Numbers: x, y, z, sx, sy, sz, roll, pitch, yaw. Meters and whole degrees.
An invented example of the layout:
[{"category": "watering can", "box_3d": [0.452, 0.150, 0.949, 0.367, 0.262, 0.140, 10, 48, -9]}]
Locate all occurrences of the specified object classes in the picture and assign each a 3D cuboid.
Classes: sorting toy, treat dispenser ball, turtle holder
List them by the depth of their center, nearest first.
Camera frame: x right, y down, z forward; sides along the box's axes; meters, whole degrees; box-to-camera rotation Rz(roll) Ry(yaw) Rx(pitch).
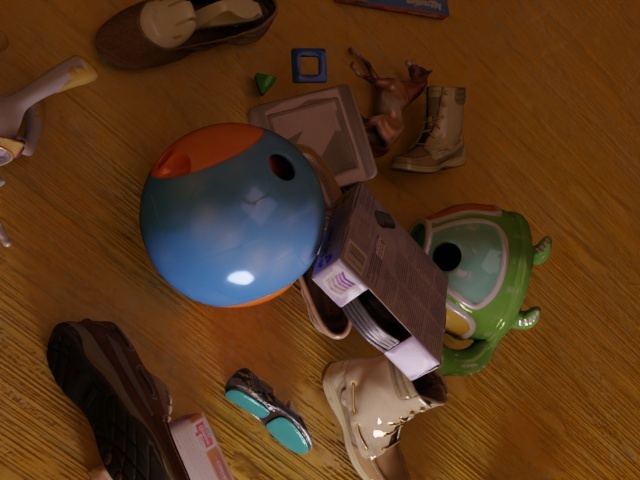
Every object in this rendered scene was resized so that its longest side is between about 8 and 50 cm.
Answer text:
[{"category": "treat dispenser ball", "box_3d": [-0.136, -0.039, 1.584, 0.288, 0.288, 0.288, 10, 73, -33]}, {"category": "sorting toy", "box_3d": [-0.015, -0.171, 1.834, 0.196, 0.047, 0.347, -16, 88, -11]}, {"category": "turtle holder", "box_3d": [0.259, 0.083, 1.899, 0.227, 0.243, 0.320, 16, 108, -16]}]

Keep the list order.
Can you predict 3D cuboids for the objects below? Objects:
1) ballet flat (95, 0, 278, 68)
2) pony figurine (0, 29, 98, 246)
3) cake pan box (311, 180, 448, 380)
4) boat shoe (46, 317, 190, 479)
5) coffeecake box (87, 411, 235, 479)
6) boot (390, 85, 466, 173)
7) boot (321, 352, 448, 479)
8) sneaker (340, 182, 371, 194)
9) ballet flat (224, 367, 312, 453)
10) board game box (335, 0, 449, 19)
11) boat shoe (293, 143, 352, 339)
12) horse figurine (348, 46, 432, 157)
[{"category": "ballet flat", "box_3d": [-0.209, -0.368, 1.719, 0.342, 0.124, 0.116, -16, 88, -37]}, {"category": "pony figurine", "box_3d": [-0.506, -0.203, 1.404, 0.351, 0.303, 0.363, 44, 42, -29]}, {"category": "cake pan box", "box_3d": [0.105, 0.063, 1.649, 0.246, 0.070, 0.267, 44, 28, -17]}, {"category": "boat shoe", "box_3d": [-0.269, 0.239, 1.478, 0.120, 0.122, 0.324, -15, 64, -47]}, {"category": "coffeecake box", "box_3d": [-0.234, 0.367, 1.549, 0.185, 0.068, 0.142, -27, 93, -37]}, {"category": "boot", "box_3d": [0.211, -0.216, 1.970, 0.213, 0.077, 0.165, -15, 112, -46]}, {"category": "boot", "box_3d": [0.135, 0.307, 1.738, 0.095, 0.203, 0.262, -26, 93, -51]}, {"category": "sneaker", "box_3d": [0.056, -0.031, 1.857, 0.078, 0.067, 0.188, -1, 81, -39]}, {"category": "ballet flat", "box_3d": [-0.076, 0.277, 1.691, 0.188, 0.070, 0.070, 45, 57, -22]}, {"category": "board game box", "box_3d": [0.140, -0.534, 2.070, 0.281, 0.027, 0.145, 0, 77, -35]}, {"category": "boat shoe", "box_3d": [0.000, 0.000, 1.745, 0.122, 0.110, 0.341, -17, 94, -1]}, {"category": "horse figurine", "box_3d": [0.112, -0.255, 1.954, 0.174, 0.066, 0.263, 28, 59, -26]}]
